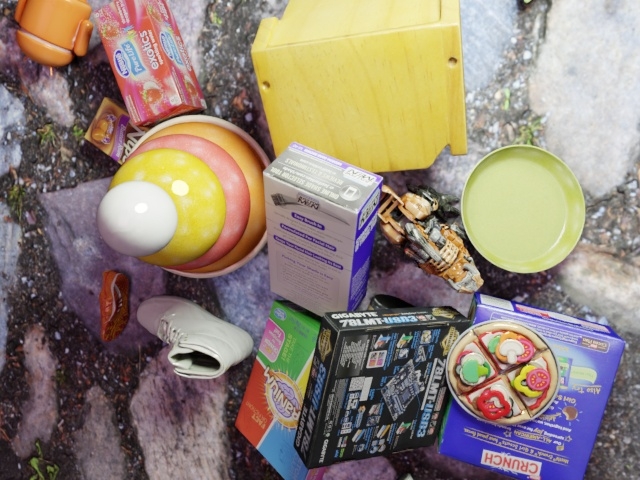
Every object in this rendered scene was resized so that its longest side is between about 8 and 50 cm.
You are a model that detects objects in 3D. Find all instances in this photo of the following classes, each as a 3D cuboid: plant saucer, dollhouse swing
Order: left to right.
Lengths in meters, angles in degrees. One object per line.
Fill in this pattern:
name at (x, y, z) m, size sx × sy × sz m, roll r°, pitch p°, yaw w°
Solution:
dollhouse swing at (0.092, -0.333, 1.081) m, size 0.347 × 0.305 × 0.315 m, roll -3°, pitch 121°, yaw 16°
plant saucer at (0.375, -0.058, 1.073) m, size 0.241 × 0.037 × 0.240 m, roll 0°, pitch 85°, yaw -5°

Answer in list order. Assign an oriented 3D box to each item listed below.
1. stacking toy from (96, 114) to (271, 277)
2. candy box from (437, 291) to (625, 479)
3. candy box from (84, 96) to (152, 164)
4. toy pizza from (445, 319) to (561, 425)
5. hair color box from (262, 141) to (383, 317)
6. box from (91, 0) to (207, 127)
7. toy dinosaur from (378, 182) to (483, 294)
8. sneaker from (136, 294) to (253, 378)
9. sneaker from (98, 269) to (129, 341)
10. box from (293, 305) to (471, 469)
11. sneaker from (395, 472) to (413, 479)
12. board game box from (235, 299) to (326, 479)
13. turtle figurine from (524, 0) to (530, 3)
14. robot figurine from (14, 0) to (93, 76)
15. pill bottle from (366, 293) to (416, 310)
stacking toy at (-0.276, -0.068, 1.035) m, size 0.351 × 0.480 × 0.350 m, roll 0°, pitch 97°, yaw 4°
candy box at (0.394, 0.291, 1.107) m, size 0.268 × 0.122 × 0.316 m, roll 14°, pitch 100°, yaw 11°
candy box at (-0.432, -0.229, 1.299) m, size 0.187 × 0.053 × 0.109 m, roll 35°, pitch 104°, yaw 7°
toy pizza at (0.330, 0.244, 1.036) m, size 0.202 × 0.032 × 0.201 m, roll 2°, pitch 98°, yaw 14°
hair color box at (0.000, 0.000, 1.080) m, size 0.185 × 0.110 × 0.338 m, roll 25°, pitch 144°, yaw 18°
box at (-0.363, -0.382, 1.223) m, size 0.128 × 0.123 × 0.256 m, roll -19°, pitch 92°, yaw 17°
toy dinosaur at (0.180, -0.039, 1.071) m, size 0.164 × 0.218 × 0.321 m, roll -26°, pitch 89°, yaw 18°
sneaker at (-0.311, 0.210, 1.264) m, size 0.293 × 0.169 × 0.108 m, roll 17°, pitch 103°, yaw 14°
sneaker at (-0.501, 0.156, 1.372) m, size 0.068 × 0.064 × 0.175 m, roll 14°, pitch 96°, yaw 33°
box at (0.116, 0.270, 1.067) m, size 0.294 × 0.073 × 0.295 m, roll 0°, pitch 112°, yaw -29°
sneaker at (0.156, 0.636, 1.234) m, size 0.226 × 0.086 × 0.163 m, roll -41°, pitch 83°, yaw 15°
board game box at (-0.050, 0.318, 1.200) m, size 0.242 × 0.064 × 0.316 m, roll 29°, pitch 106°, yaw 43°
turtle figurine at (0.440, -0.511, 0.933) m, size 0.266 × 0.198 × 0.274 m, roll -19°, pitch 50°, yaw 33°
robot figurine at (-0.596, -0.486, 1.272) m, size 0.158 × 0.128 × 0.219 m, roll 19°, pitch 106°, yaw -31°
pill bottle at (0.123, 0.231, 1.171) m, size 0.123 × 0.123 × 0.219 m, roll 23°, pitch 102°, yaw 11°
